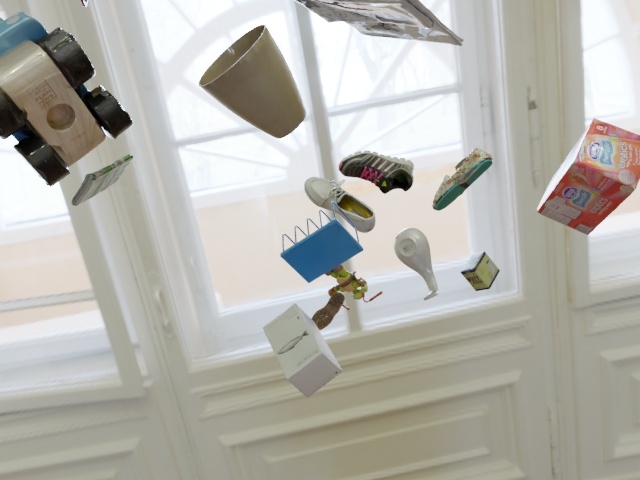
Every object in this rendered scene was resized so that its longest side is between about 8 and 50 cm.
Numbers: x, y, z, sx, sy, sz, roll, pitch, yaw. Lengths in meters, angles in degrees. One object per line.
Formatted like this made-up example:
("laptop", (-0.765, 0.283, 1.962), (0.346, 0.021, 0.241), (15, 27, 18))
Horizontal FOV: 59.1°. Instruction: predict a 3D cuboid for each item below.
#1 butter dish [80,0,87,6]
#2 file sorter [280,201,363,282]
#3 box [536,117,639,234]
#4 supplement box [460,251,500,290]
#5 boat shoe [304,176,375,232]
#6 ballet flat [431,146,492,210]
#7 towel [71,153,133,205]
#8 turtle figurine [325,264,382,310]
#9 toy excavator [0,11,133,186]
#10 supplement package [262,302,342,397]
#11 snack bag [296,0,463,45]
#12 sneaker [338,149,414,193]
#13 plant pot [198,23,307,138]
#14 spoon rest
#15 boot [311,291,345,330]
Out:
("butter dish", (-0.387, -0.525, 1.008), (0.118, 0.160, 0.160), (-1, 57, -8))
("file sorter", (0.000, 0.000, 1.416), (0.170, 0.118, 0.104), (-32, 35, 19))
("box", (0.680, -0.152, 1.424), (0.154, 0.300, 0.142), (26, 74, 14))
("supplement box", (0.485, 0.093, 1.710), (0.083, 0.083, 0.056), (-50, 16, -31))
("boat shoe", (0.081, -0.180, 2.399), (0.367, 0.156, 0.136), (39, 68, 16))
("ballet flat", (0.433, -0.194, 1.765), (0.091, 0.241, 0.077), (21, 32, -50))
("towel", (-0.518, -0.146, 1.340), (0.113, 0.023, 0.152), (-40, 8, 34))
("turtle figurine", (0.087, 0.128, 1.895), (0.087, 0.217, 0.269), (-50, 16, -27))
("toy excavator", (-0.661, -0.380, 1.149), (0.445, 0.433, 0.222), (34, 70, 33))
("supplement package", (-0.045, 0.257, 1.335), (0.105, 0.105, 0.179), (-37, 41, 1))
("snack bag", (0.141, -0.538, 1.371), (0.323, 0.037, 0.342), (19, 10, 33))
("sneaker", (0.122, -0.138, 1.173), (0.170, 0.063, 0.075), (5, 51, -18))
("plant pot", (-0.174, -0.442, 1.670), (0.256, 0.274, 0.256), (-30, 32, 21))
("spoon rest", (0.361, 0.084, 2.076), (0.137, 0.276, 0.084), (-29, -18, 27))
("boot", (0.021, 0.247, 1.846), (0.059, 0.085, 0.158), (39, 62, 13))
